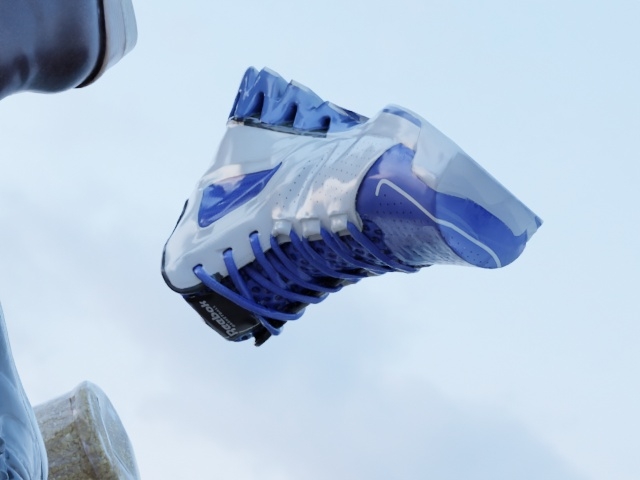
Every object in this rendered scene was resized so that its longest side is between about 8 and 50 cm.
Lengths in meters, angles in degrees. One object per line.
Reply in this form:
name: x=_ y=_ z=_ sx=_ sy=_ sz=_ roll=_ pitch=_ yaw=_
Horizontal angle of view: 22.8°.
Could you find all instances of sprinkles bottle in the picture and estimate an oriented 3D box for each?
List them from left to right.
sprinkles bottle: x=-0.346 y=0.246 z=1.441 sx=0.355 sy=0.121 sz=0.121 roll=-23 pitch=-25 yaw=2

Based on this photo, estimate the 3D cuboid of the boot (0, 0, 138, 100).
boot: x=-0.226 y=-0.223 z=1.144 sx=0.090 sy=0.248 sz=0.207 roll=-12 pitch=10 yaw=31

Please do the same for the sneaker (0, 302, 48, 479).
sneaker: x=-0.259 y=0.106 z=1.076 sx=0.105 sy=0.147 sz=0.295 roll=-19 pitch=-63 yaw=0

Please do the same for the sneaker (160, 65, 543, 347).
sneaker: x=-0.001 y=0.000 z=1.087 sx=0.127 sy=0.182 sz=0.315 roll=37 pitch=-8 yaw=-34
